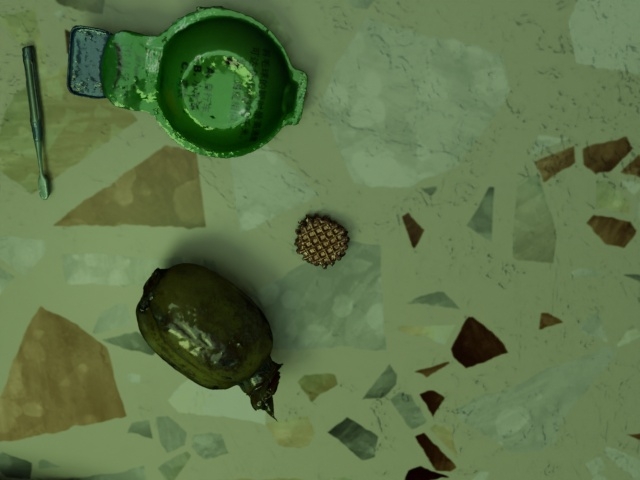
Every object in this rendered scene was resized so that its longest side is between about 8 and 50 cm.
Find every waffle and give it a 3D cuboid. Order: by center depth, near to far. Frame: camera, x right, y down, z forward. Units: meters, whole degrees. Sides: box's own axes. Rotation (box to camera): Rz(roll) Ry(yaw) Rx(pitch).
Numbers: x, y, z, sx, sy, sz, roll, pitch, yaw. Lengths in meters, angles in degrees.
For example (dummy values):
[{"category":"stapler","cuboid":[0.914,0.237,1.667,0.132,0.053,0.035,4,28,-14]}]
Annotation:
[{"category":"waffle","cuboid":[0.000,0.000,1.122,0.083,0.029,0.075,22,105,-2]}]

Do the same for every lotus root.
[{"category":"lotus root","cuboid":[-0.147,0.145,1.119,0.278,0.154,0.154,43,105,-10]}]

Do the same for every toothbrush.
[{"category":"toothbrush","cuboid":[-0.405,-0.166,1.090,0.016,0.019,0.219,-1,108,1]}]

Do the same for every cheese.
[{"category":"cheese","cuboid":[-0.179,-0.218,1.029,0.320,0.083,0.204,10,110,-3]}]
